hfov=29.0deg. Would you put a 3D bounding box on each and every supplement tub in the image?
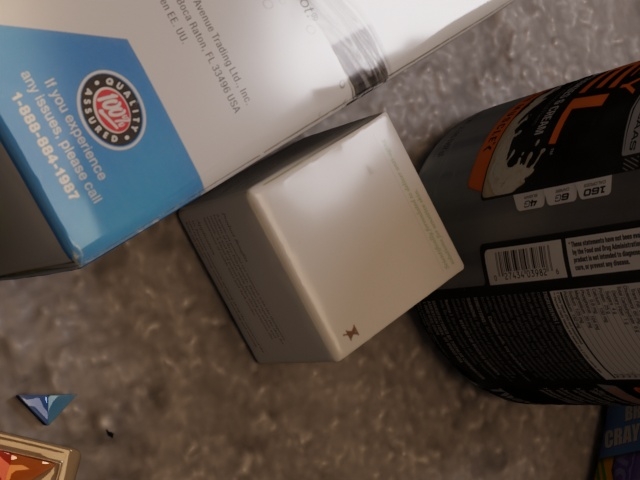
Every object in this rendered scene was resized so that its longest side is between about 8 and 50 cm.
[{"bbox_3d":[0.204,-0.007,0.663,0.193,0.316,0.193,4,82,-31],"label":"supplement tub"}]

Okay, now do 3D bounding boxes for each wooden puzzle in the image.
[{"bbox_3d":[-0.157,0.130,0.606,0.078,0.014,0.116,12,78,-30],"label":"wooden puzzle"}]

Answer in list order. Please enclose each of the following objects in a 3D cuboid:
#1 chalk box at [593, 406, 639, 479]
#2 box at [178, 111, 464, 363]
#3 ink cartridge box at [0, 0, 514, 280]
[{"bbox_3d":[0.308,0.114,0.791,0.180,0.179,0.289,24,73,-28],"label":"chalk box"},{"bbox_3d":[0.000,0.000,0.672,0.102,0.087,0.101,-33,102,-29],"label":"box"},{"bbox_3d":[-0.072,-0.152,0.622,0.307,0.129,0.223,-34,102,-29],"label":"ink cartridge box"}]
